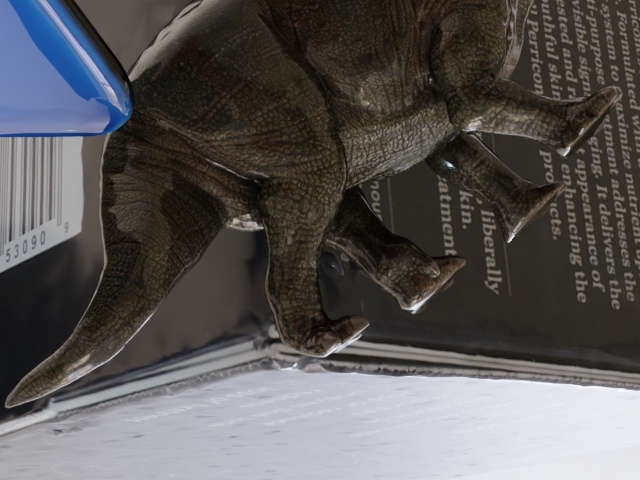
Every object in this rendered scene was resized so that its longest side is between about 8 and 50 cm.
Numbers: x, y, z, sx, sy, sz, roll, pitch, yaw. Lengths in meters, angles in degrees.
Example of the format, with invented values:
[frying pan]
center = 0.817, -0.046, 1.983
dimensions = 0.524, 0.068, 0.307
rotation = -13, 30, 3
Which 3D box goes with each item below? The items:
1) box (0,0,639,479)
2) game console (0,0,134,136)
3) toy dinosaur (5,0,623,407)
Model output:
[box]
center = 0.000, 0.000, 0.870
dimensions = 0.471, 0.480, 0.298
rotation = 12, -112, -40
[game console]
center = -0.200, -0.177, 0.427
dimensions = 0.250, 0.173, 0.293
rotation = -99, -18, -46
[toy dinosaur]
center = 0.003, -0.052, 0.500
dimensions = 0.160, 0.313, 0.121
rotation = 49, 173, 14
